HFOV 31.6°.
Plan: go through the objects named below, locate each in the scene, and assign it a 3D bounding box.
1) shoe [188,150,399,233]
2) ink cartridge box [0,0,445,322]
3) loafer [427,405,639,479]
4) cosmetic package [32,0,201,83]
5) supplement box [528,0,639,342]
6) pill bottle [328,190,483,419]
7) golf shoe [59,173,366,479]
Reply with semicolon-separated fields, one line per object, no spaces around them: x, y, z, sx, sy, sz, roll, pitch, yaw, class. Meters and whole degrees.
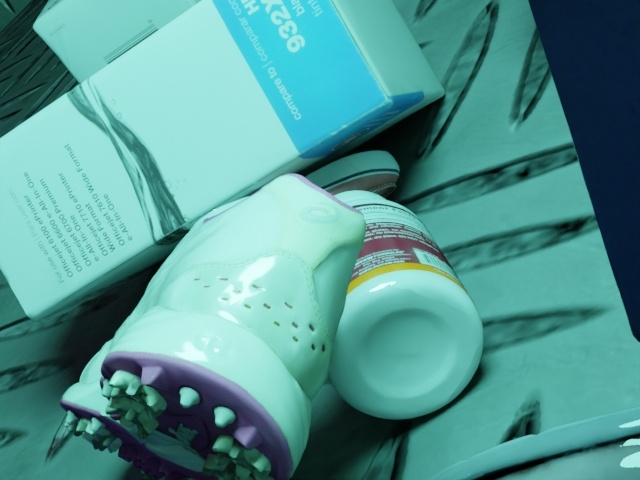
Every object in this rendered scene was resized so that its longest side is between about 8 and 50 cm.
0.000;0.000;0.773;0.178;0.081;0.063;-22;-16;-37;shoe
-0.083;-0.082;0.850;0.307;0.129;0.223;-30;1;18;ink cartridge box
0.045;0.154;0.414;0.302;0.109;0.095;-31;44;30;loafer
-0.157;-0.258;1.247;0.156;0.217;0.385;-30;28;17;cosmetic package
0.261;-0.116;0.356;0.356;0.195;0.194;-37;30;-22;supplement box
0.032;0.028;0.641;0.086;0.086;0.152;-35;24;6;pill bottle
-0.054;0.061;0.597;0.140;0.115;0.306;-61;11;-22;golf shoe
